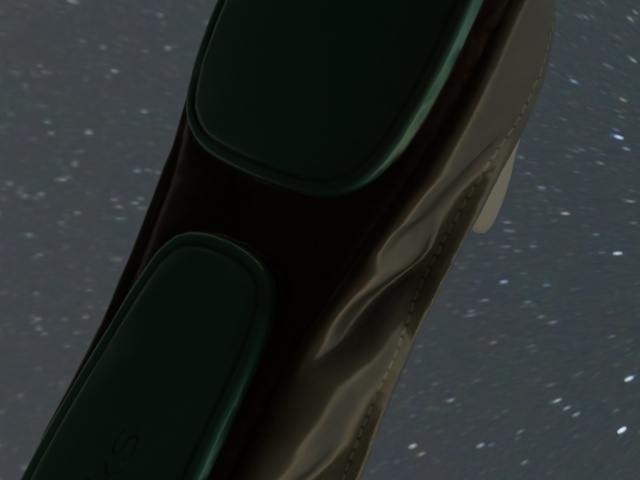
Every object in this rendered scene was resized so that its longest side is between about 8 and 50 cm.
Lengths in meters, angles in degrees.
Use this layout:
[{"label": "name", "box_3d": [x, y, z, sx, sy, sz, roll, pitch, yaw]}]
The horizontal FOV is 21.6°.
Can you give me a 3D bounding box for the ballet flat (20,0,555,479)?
[{"label": "ballet flat", "box_3d": [0.000, 0.000, 0.341, 0.072, 0.068, 0.213, 29, -87, 40]}]
